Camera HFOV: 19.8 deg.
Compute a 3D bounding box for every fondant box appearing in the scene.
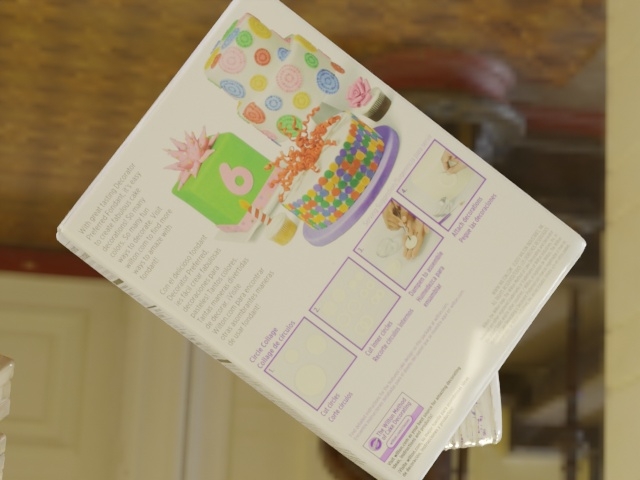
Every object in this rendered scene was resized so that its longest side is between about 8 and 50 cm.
[{"bbox_3d":[0.000,0.000,1.409,0.330,0.238,0.096,38,172,-8],"label":"fondant box"}]

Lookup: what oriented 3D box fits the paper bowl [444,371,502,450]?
[{"bbox_3d":[0.103,0.084,1.944,0.148,0.284,0.284,-9,164,3],"label":"paper bowl"}]

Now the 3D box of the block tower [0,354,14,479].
[{"bbox_3d":[-0.310,0.238,1.426,0.091,0.335,0.097,19,-154,17],"label":"block tower"}]
